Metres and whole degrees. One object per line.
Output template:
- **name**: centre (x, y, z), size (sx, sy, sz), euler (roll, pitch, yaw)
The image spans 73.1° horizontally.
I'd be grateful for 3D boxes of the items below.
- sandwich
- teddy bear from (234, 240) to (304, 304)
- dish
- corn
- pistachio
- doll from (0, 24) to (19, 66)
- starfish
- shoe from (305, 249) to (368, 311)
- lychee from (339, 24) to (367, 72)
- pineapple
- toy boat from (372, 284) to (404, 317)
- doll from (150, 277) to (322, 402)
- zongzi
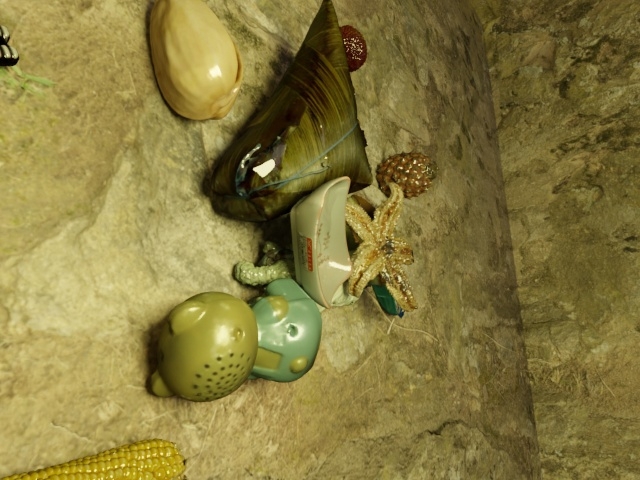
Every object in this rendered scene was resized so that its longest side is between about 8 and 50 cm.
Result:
- **sandwich**: centre (0.118, -0.005, 1.152), size (0.096, 0.094, 0.258), euler (-23, 99, -48)
- **teddy bear**: centre (-0.068, 0.057, 0.876), size (0.213, 0.111, 0.133), euler (-37, 113, -49)
- **dish**: centre (0.000, 0.000, 0.791), size (0.151, 0.077, 0.212), euler (-49, 140, -56)
- **corn**: centre (-0.296, 0.312, 0.511), size (0.293, 0.106, 0.106), euler (8, 73, -49)
- **pistachio**: centre (-0.225, -0.330, 0.778), size (0.157, 0.157, 0.229), euler (-16, 87, -53)
- **doll**: centre (-0.466, -0.230, 0.485), size (0.219, 0.067, 0.091), euler (-28, 98, -58)
- **starfish**: centre (0.146, 0.013, 1.026), size (0.303, 0.113, 0.312), euler (11, 71, -43)
- **shoe**: centre (0.048, 0.119, 1.023), size (0.265, 0.095, 0.110), euler (-44, 115, -51)
- **lychee**: centre (0.075, -0.554, 1.243), size (0.123, 0.123, 0.129), euler (-1, 92, -53)
- **pineapple**: centre (0.277, -0.203, 1.336), size (0.166, 0.193, 0.166), euler (13, 73, -49)
- **toy boat**: centre (0.215, 0.140, 1.232), size (0.110, 0.091, 0.175), euler (-30, 108, -35)
- **doll**: centre (-0.132, 0.164, 0.699), size (0.261, 0.161, 0.177), euler (4, 120, -40)
- **zongzi**: centre (-0.064, -0.272, 0.855), size (0.403, 0.208, 0.432), euler (-28, 118, -50)
